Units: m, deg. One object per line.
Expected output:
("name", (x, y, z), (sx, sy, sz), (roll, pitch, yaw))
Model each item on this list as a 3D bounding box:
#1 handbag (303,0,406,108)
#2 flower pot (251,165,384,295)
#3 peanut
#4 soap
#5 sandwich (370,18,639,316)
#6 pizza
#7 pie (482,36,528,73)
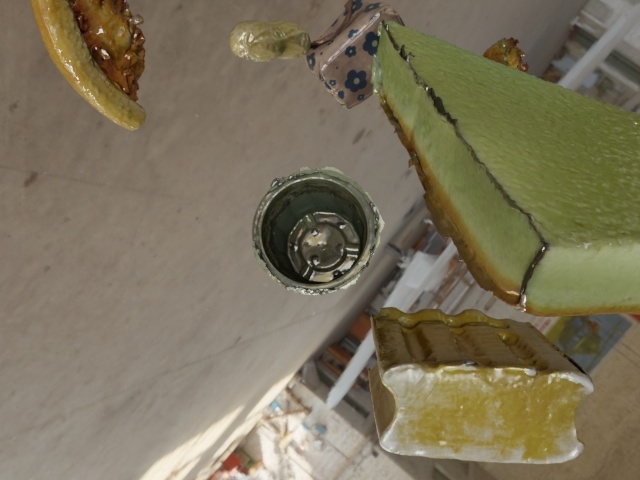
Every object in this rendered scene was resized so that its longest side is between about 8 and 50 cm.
("handbag", (0.086, -0.496, 1.699), (0.251, 0.193, 0.190), (-42, 137, 6))
("flower pot", (0.000, 0.000, 1.523), (0.290, 0.290, 0.259), (-50, 169, -5))
("peanut", (-0.109, -0.455, 1.493), (0.214, 0.099, 0.090), (-20, 124, -40))
("soap", (0.226, 0.212, 1.039), (0.335, 0.294, 0.156), (-86, 180, -84))
("sandwich", (0.161, -0.051, 0.421), (0.212, 0.244, 0.063), (2, 131, -19))
("pizza", (-0.255, -0.250, 0.730), (0.134, 0.056, 0.270), (-38, 128, -45))
("pie", (0.349, -0.270, 1.354), (0.308, 0.086, 0.308), (14, 90, -87))
